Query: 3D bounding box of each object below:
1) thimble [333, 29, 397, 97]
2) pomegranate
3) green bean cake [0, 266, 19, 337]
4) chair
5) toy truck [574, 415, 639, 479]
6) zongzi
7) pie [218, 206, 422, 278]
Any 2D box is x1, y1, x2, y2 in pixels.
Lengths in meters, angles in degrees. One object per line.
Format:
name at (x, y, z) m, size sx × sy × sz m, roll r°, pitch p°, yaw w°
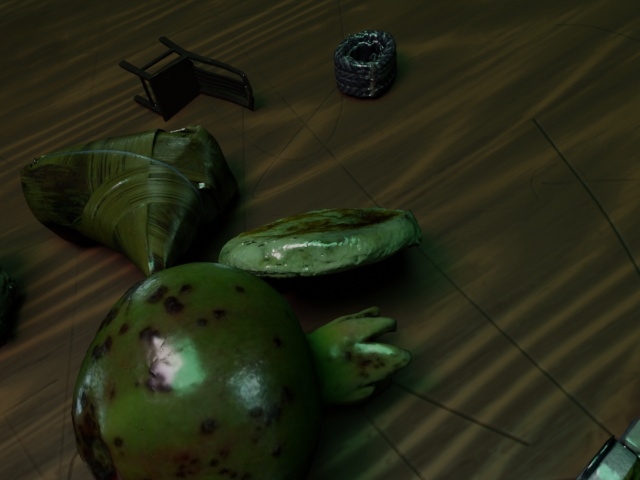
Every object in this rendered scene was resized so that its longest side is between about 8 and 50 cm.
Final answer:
thimble at (0.071, -0.278, 0.905) m, size 0.095 × 0.066 × 0.104 m, roll 7°, pitch 53°, yaw 15°
pomegranate at (-0.075, 0.120, 0.546) m, size 0.306 × 0.242 × 0.242 m, roll -36°, pitch 55°, yaw -25°
green bean cake at (-0.527, 0.046, 0.675) m, size 0.241 × 0.254 × 0.132 m, roll -16°, pitch 44°, yaw 0°
chair at (-0.214, -0.245, 0.929) m, size 0.213 × 0.084 × 0.101 m, roll 32°, pitch 63°, yaw 29°
toy truck at (0.264, 0.215, 0.435) m, size 0.367 × 0.175 × 0.146 m, roll -40°, pitch 58°, yaw -17°
zongzi at (-0.269, -0.027, 0.712) m, size 0.287 × 0.138 × 0.299 m, roll -7°, pitch 35°, yaw 8°
pie at (0.000, 0.000, 0.665) m, size 0.241 × 0.054 × 0.240 m, roll -10°, pitch 9°, yaw 2°
